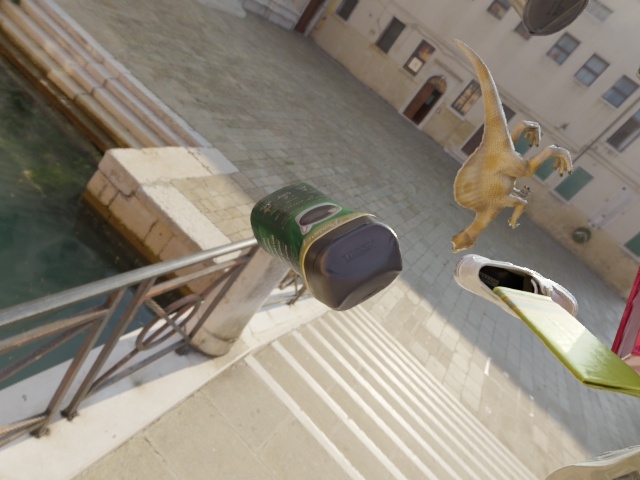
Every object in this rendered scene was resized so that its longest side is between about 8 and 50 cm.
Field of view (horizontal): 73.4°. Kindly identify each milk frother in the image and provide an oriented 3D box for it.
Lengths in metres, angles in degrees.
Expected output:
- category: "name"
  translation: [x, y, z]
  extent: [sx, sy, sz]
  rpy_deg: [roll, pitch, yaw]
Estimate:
- category: "milk frother"
  translation: [0.252, -0.353, 0.534]
  extent: [0.143, 0.129, 0.134]
  rpy_deg: [-2, 54, -10]

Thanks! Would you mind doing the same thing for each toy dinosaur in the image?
- category: "toy dinosaur"
  translation: [0.146, -0.064, 0.344]
  extent: [0.093, 0.183, 0.053]
  rpy_deg: [-14, 31, -15]

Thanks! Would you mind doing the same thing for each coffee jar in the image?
- category: "coffee jar"
  translation: [0.000, 0.000, 0.458]
  extent: [0.096, 0.079, 0.184]
  rpy_deg: [-27, 30, -18]

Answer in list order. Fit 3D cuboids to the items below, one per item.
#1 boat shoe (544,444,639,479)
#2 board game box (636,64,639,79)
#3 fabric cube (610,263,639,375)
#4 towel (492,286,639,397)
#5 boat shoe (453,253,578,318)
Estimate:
- category: "boat shoe"
  translation: [0.498, 0.407, 0.732]
  extent: [0.081, 0.227, 0.079]
  rpy_deg: [26, 38, -50]
- category: "board game box"
  translation: [0.598, -0.367, 0.578]
  extent: [0.193, 0.305, 0.053]
  rpy_deg: [4, 41, 11]
- category: "fabric cube"
  translation: [0.607, 0.112, 0.612]
  extent: [0.258, 0.259, 0.254]
  rpy_deg: [20, -9, 32]
- category: "towel"
  translation: [0.335, 0.132, 0.599]
  extent: [0.102, 0.021, 0.237]
  rpy_deg: [11, 19, -7]
- category: "boat shoe"
  translation: [0.372, 0.100, 0.786]
  extent: [0.258, 0.095, 0.084]
  rpy_deg: [17, 0, -10]
